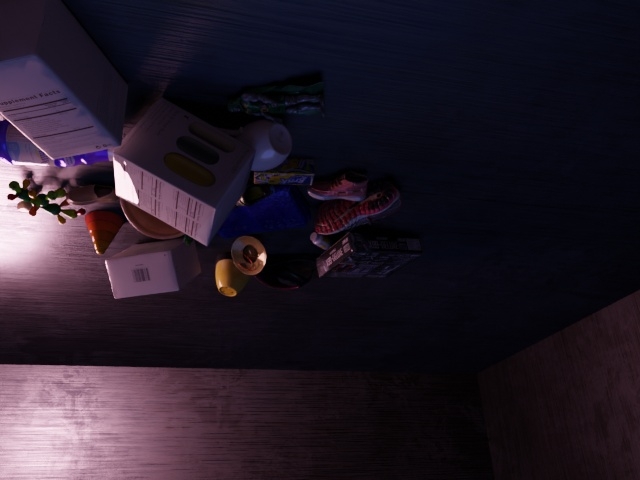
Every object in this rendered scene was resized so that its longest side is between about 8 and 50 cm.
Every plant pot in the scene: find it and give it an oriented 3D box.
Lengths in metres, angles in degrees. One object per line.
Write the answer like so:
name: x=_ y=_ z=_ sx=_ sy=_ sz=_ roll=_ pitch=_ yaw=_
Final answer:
plant pot: x=-0.323 y=0.145 z=2.174 sx=0.134 sy=0.095 sz=0.134 roll=8 pitch=145 yaw=6
plant pot: x=-0.420 y=-0.130 z=1.663 sx=0.237 sy=0.238 sz=0.110 roll=-7 pitch=-169 yaw=7

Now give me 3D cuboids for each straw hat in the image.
straw hat: x=-0.243 y=0.044 z=2.131 sx=0.144 sy=0.145 sz=0.061 roll=-16 pitch=-169 yaw=23

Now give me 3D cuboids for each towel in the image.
towel: x=-0.201 y=-0.087 z=1.870 sx=0.307 sy=0.076 sz=0.228 roll=-11 pitch=153 yaw=15

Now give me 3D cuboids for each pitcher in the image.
pitcher: x=-0.191 y=-0.245 z=1.520 sx=0.207 sy=0.126 sz=0.177 roll=-10 pitch=148 yaw=40

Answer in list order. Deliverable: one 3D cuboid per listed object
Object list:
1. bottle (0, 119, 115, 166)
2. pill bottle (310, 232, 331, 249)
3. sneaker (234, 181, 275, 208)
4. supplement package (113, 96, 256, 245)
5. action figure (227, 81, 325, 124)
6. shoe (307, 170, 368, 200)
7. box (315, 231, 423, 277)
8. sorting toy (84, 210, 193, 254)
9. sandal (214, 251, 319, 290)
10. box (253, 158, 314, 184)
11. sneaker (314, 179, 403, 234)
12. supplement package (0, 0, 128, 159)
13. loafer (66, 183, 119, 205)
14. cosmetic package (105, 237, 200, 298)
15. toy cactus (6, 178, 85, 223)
bottle: x=-0.650 y=-0.237 z=1.498 sx=0.282 sy=0.092 sz=0.118 roll=2 pitch=152 yaw=-10
pill bottle: x=0.000 y=0.000 z=2.103 sx=0.043 sy=0.044 sz=0.083 roll=-20 pitch=149 yaw=30
sneaker: x=-0.224 y=-0.130 z=1.731 sx=0.188 sy=0.067 sz=0.078 roll=-15 pitch=-167 yaw=18
supplement package: x=-0.328 y=-0.163 z=1.457 sx=0.262 sy=0.199 sz=0.198 roll=29 pitch=149 yaw=0
action figure: x=-0.106 y=-0.324 z=1.431 sx=0.232 sy=0.064 sz=0.137 roll=-1 pitch=157 yaw=3
shoe: x=0.052 y=-0.165 z=1.768 sx=0.177 sy=0.064 sz=0.081 roll=5 pitch=138 yaw=-5
box: x=0.174 y=0.058 z=2.157 sx=0.307 sy=0.077 sz=0.242 roll=2 pitch=155 yaw=-30
sorting toy: x=-0.568 y=-0.018 z=1.911 sx=0.365 sy=0.126 sz=0.127 roll=-2 pitch=153 yaw=-1
sandal: x=-0.174 y=0.129 z=2.269 sx=0.444 sy=0.107 sz=0.168 roll=3 pitch=152 yaw=-11
box: x=-0.102 y=-0.194 z=1.691 sx=0.168 sy=0.054 sz=0.059 roll=1 pitch=153 yaw=-8
sneaker: x=0.115 y=-0.082 z=1.870 sx=0.299 sy=0.121 sz=0.112 roll=-18 pitch=152 yaw=26
supplement package: x=-0.551 y=-0.328 z=1.231 sx=0.175 sy=0.178 sz=0.293 roll=-8 pitch=153 yaw=10
loafer: x=-0.661 y=-0.138 z=1.744 sx=0.147 sy=0.056 sz=0.050 roll=-8 pitch=154 yaw=-14
cosmetic package: x=-0.547 y=0.086 z=1.997 sx=0.223 sy=0.138 sz=0.225 roll=-8 pitch=-168 yaw=9
toy cactus: x=-0.821 y=-0.103 z=1.758 sx=0.180 sy=0.112 sz=0.219 roll=-10 pitch=163 yaw=35
